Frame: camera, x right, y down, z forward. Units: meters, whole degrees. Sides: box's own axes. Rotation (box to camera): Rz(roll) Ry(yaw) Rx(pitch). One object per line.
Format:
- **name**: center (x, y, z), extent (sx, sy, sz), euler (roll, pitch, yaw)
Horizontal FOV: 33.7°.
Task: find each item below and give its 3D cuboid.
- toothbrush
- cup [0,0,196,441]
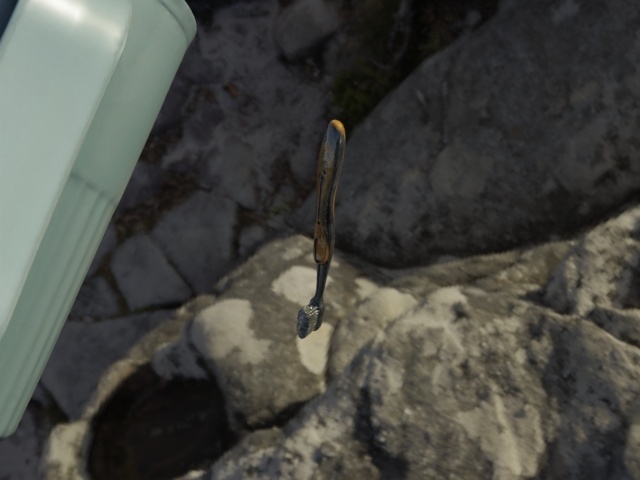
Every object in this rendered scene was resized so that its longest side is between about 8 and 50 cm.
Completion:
- **toothbrush**: center (0.002, -0.002, 1.044), extent (0.023, 0.321, 0.031), euler (35, 54, 21)
- **cup**: center (-0.229, -0.043, 0.674), extent (0.331, 0.257, 0.311), euler (16, 81, 30)
